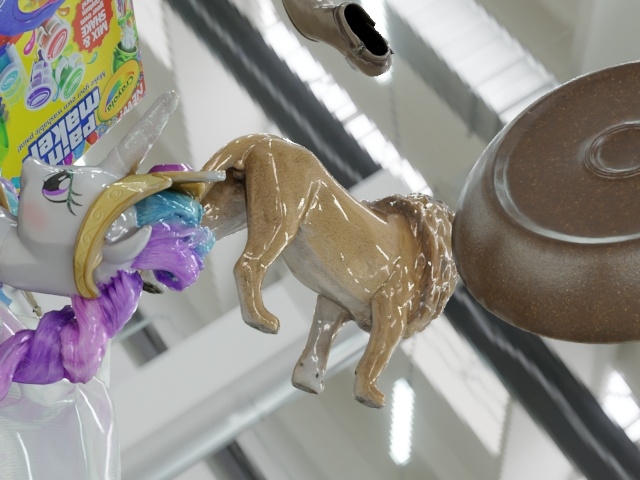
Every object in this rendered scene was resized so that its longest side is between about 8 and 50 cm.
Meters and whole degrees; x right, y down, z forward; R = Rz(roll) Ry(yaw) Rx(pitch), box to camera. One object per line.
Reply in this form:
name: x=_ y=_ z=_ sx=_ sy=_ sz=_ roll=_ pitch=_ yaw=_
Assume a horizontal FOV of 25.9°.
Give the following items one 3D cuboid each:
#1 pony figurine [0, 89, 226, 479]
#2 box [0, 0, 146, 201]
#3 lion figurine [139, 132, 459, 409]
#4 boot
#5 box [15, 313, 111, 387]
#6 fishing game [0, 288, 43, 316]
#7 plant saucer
pony figurine: x=-0.245 y=0.065 z=0.797 sx=0.363 sy=0.351 sz=0.303 roll=11 pitch=0 yaw=19
box: x=-0.308 y=-0.177 z=1.140 sx=0.177 sy=0.290 sz=0.279 roll=18 pitch=-44 yaw=22
lion figurine: x=0.000 y=0.000 z=1.292 sx=0.142 sy=0.240 sz=0.392 roll=6 pitch=-23 yaw=38
boot: x=0.016 y=-0.186 z=1.179 sx=0.118 sy=0.042 sz=0.087 roll=43 pitch=-10 yaw=-3
box: x=-0.316 y=0.221 z=1.577 sx=0.149 sy=0.126 sz=0.232 roll=-80 pitch=179 yaw=-52
fishing game: x=-0.428 y=0.019 z=1.596 sx=0.189 sy=0.041 sz=0.264 roll=53 pitch=11 yaw=27
plant saucer: x=0.155 y=-0.033 z=0.690 sx=0.198 sy=0.198 sz=0.036 roll=38 pitch=-19 yaw=50
